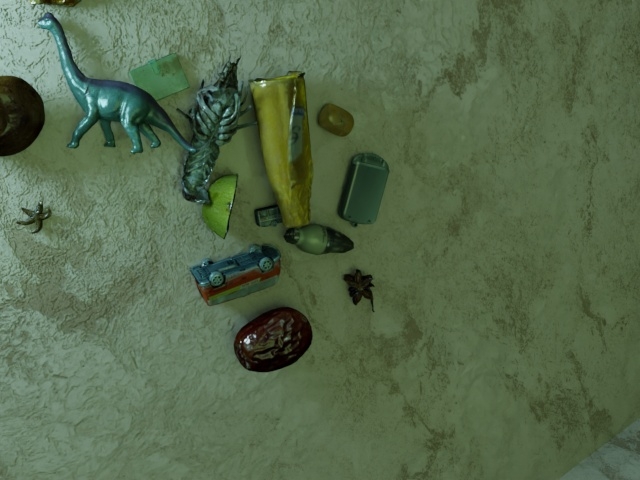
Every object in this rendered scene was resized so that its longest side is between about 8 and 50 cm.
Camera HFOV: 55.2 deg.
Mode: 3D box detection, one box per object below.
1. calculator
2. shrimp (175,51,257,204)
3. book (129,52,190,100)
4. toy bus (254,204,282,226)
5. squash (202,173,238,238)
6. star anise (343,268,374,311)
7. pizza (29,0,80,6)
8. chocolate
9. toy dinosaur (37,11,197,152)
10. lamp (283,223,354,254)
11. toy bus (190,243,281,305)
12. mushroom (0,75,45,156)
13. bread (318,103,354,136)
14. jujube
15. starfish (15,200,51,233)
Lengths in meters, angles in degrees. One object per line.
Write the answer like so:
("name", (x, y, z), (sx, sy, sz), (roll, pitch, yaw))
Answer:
("calculator", (0.139, -0.160, 1.970), (0.141, 0.045, 0.246), (9, 101, -27))
("shrimp", (-0.295, -0.307, 1.675), (0.221, 0.166, 0.410), (15, 110, -30))
("book", (-0.432, -0.435, 1.644), (0.135, 0.017, 0.103), (-28, 115, -16))
("toy bus", (-0.118, -0.084, 1.873), (0.166, 0.047, 0.065), (-15, 107, -20))
("squash", (-0.289, -0.101, 1.725), (0.085, 0.184, 0.192), (12, 98, -11))
("star anise", (0.145, 0.174, 2.061), (0.097, 0.070, 0.190), (-16, 115, 9))
("pizza", (-0.597, -0.659, 1.482), (0.271, 0.056, 0.134), (-39, 108, -9))
("chocolate", (-0.088, -0.256, 1.768), (0.162, 0.162, 0.445), (-15, 108, -21))
("toy dinosaur", (-0.504, -0.392, 1.539), (0.383, 0.129, 0.331), (1, 106, -3))
("lamp", (0.000, 0.000, 1.923), (0.250, 0.101, 0.101), (10, 100, -35))
("toy bus", (-0.243, 0.103, 1.834), (0.265, 0.121, 0.120), (-18, 120, -20))
("mushroom", (-0.776, -0.291, 1.457), (0.231, 0.138, 0.194), (-24, 113, -17))
("bread", (0.052, -0.365, 1.865), (0.115, 0.056, 0.082), (26, 93, -28))
("jujube", (-0.140, 0.309, 1.900), (0.243, 0.183, 0.183), (-21, 113, -30))
("starfish", (-0.748, -0.059, 1.599), (0.091, 0.028, 0.078), (-24, 107, -14))
